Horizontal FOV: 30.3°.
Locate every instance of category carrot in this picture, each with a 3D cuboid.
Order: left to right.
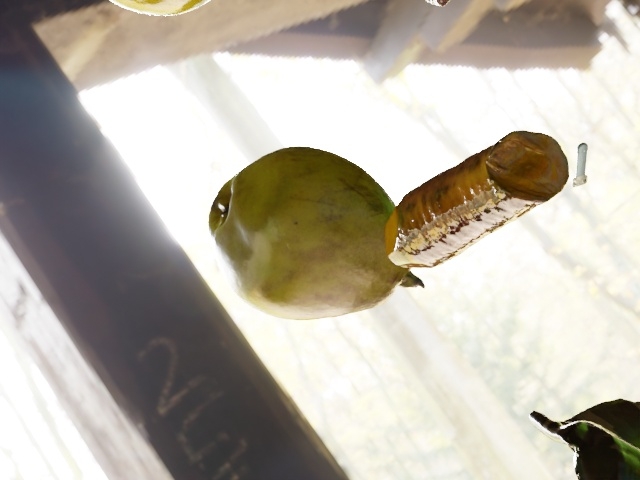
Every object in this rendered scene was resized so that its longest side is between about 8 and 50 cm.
[{"bbox_3d":[0.190,-0.046,1.551,0.114,0.114,0.302,-24,-6,-36],"label":"carrot"}]

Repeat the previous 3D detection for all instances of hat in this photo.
[{"bbox_3d":[0.474,0.359,1.636,0.381,0.366,0.257,-22,-2,-30],"label":"hat"}]

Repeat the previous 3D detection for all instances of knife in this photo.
[{"bbox_3d":[0.415,-0.121,1.881,0.027,0.010,0.096,-16,-42,-7],"label":"knife"}]

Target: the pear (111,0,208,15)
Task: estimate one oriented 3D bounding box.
[{"bbox_3d":[-0.210,-0.502,1.535,0.362,0.418,0.362,2,-21,1],"label":"pear"}]

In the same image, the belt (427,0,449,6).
[{"bbox_3d":[0.247,-0.452,1.825,0.232,0.053,0.071,-41,-35,-13],"label":"belt"}]

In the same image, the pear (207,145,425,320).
[{"bbox_3d":[0.000,0.000,1.923,0.287,0.375,0.287,-157,90,-87],"label":"pear"}]
